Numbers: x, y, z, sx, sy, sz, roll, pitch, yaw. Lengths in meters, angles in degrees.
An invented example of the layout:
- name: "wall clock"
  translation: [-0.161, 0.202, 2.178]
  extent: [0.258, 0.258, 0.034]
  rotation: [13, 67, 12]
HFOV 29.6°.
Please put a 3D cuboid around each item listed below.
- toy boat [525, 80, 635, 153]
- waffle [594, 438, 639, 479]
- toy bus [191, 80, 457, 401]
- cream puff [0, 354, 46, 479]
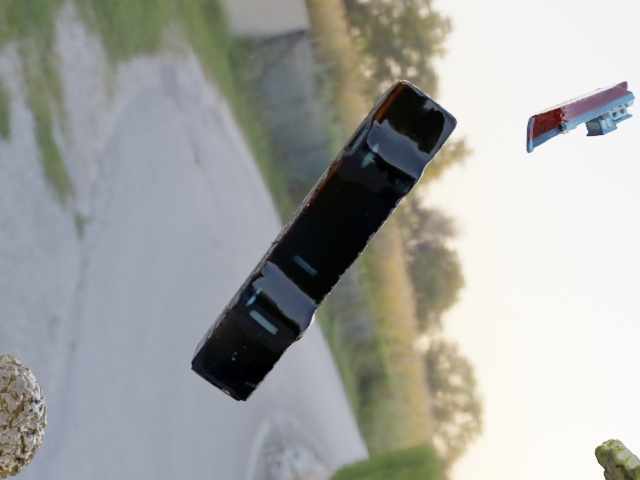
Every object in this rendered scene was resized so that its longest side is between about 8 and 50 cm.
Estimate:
- name: "toy boat"
  translation: [0.350, -0.163, 1.641]
  extent: [0.059, 0.173, 0.069]
  rotation: [71, -16, -8]
- name: "waffle"
  translation: [0.338, 0.284, 1.229]
  extent: [0.191, 0.038, 0.191]
  rotation: [61, 0, 0]
- name: "toy bus"
  translation: [0.000, 0.000, 1.380]
  extent: [0.093, 0.409, 0.092]
  rotation: [36, 8, -8]
- name: "cream puff"
  translation: [-0.370, 0.203, 1.367]
  extent: [0.165, 0.115, 0.150]
  rotation: [66, 35, -70]
